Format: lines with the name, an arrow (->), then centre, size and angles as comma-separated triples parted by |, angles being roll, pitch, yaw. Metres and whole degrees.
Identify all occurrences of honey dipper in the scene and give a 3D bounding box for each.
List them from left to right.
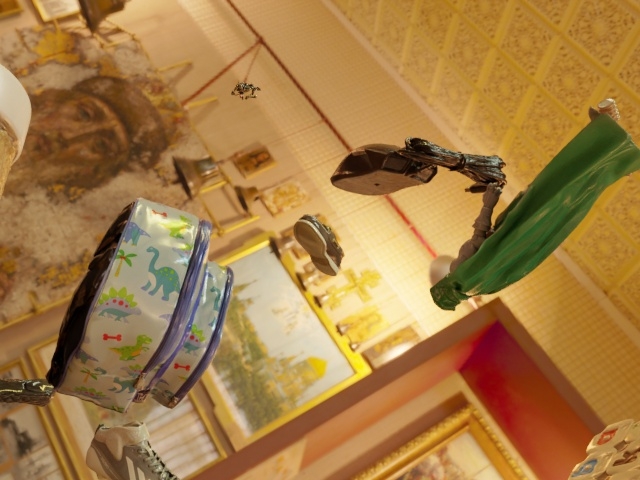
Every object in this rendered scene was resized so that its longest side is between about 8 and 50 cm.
honey dipper -> 0.529, -0.178, 1.124 | 0.030, 0.030, 0.160 | 28, -26, 58

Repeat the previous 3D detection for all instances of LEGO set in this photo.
LEGO set -> -0.142, -0.284, 1.183 | 0.083, 0.054, 0.023 | 175, -91, -75

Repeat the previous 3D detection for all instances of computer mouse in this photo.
computer mouse -> 0.138, -0.104, 0.893 | 0.262, 0.184, 0.060 | 169, -69, -66

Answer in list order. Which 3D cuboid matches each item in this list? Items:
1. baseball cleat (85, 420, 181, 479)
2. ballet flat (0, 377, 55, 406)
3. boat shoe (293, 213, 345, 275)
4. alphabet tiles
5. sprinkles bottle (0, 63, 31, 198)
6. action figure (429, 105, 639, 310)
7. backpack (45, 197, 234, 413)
baseball cleat -> -0.274, 0.353, 0.990 | 0.206, 0.109, 0.072 | 21, 5, 9
ballet flat -> -0.516, 0.245, 1.007 | 0.049, 0.173, 0.057 | -67, -152, 23
boat shoe -> 0.000, 0.000, 1.508 | 0.081, 0.068, 0.227 | 15, -27, 28
alphabet tiles -> 0.382, 0.240, 0.705 | 0.021, 0.284, 0.278 | 48, -36, 8
sprinkles bottle -> -0.308, 0.018, 0.451 | 0.121, 0.121, 0.355 | 100, -10, -58
action figure -> 0.188, -0.016, 0.591 | 0.137, 0.232, 0.063 | 21, 28, -45
backpack -> -0.098, 0.037, 0.364 | 0.114, 0.084, 0.105 | 129, -24, -47
